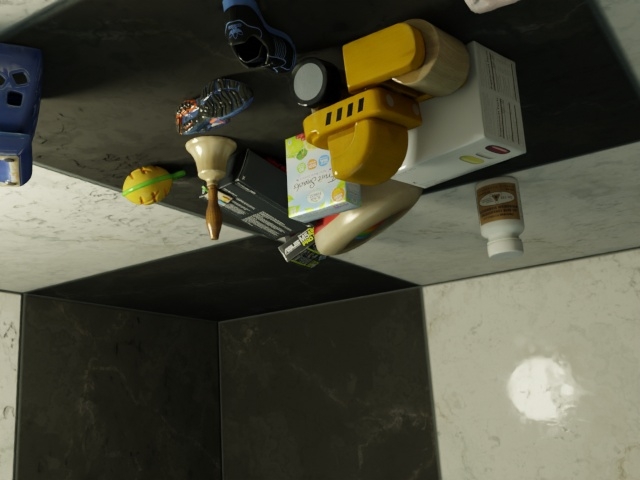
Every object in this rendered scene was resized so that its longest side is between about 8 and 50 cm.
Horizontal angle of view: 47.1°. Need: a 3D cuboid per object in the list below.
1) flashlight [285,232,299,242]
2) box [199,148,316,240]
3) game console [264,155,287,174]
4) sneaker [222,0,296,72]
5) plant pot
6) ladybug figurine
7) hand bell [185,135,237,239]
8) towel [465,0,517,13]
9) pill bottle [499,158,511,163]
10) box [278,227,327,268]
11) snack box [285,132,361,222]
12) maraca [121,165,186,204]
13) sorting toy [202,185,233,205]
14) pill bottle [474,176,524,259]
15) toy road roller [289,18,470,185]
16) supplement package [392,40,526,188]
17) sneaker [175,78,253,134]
[{"bbox_3d":[-0.091,-0.047,2.388,0.103,0.103,0.304,-39,167,-1],"label":"flashlight"},{"bbox_3d":[-0.155,-0.115,1.944,0.261,0.103,0.184,31,152,-32],"label":"box"},{"bbox_3d":[-0.093,-0.196,1.978,0.124,0.085,0.144,31,157,-7],"label":"game console"},{"bbox_3d":[-0.107,-0.338,1.304,0.081,0.090,0.232,-10,163,21],"label":"sneaker"},{"bbox_3d":[-0.643,-0.225,1.364,0.236,0.212,0.236,1,164,-21],"label":"plant pot"},{"bbox_3d":[0.109,-0.093,2.029,0.305,0.162,0.449,-27,172,-25],"label":"ladybug figurine"},{"bbox_3d":[-0.263,-0.119,1.786,0.126,0.242,0.126,-3,165,-1],"label":"hand bell"},{"bbox_3d":[0.337,-0.456,1.054,0.332,0.053,0.317,-10,164,26],"label":"towel"},{"bbox_3d":[0.372,-0.247,1.692,0.123,0.122,0.219,-14,162,34],"label":"pill bottle"},{"bbox_3d":[0.000,0.000,2.406,0.216,0.060,0.270,-35,165,9],"label":"box"},{"bbox_3d":[0.005,-0.163,1.753,0.175,0.207,0.070,-16,161,35],"label":"snack box"},{"bbox_3d":[-0.435,-0.149,1.924,0.127,0.099,0.186,-15,-173,43],"label":"maraca"},{"bbox_3d":[-0.272,-0.114,1.875,0.083,0.012,0.062,26,152,-24],"label":"sorting toy"},{"bbox_3d":[0.540,-0.065,2.197,0.131,0.229,0.131,-4,164,-1],"label":"pill bottle"},{"bbox_3d":[0.119,-0.243,1.385,0.330,0.240,0.202,-16,169,35],"label":"toy road roller"},{"bbox_3d":[0.261,-0.247,1.510,0.145,0.204,0.262,11,160,-41],"label":"supplement package"},{"bbox_3d":[-0.214,-0.282,1.544,0.221,0.083,0.087,-11,178,43],"label":"sneaker"}]
